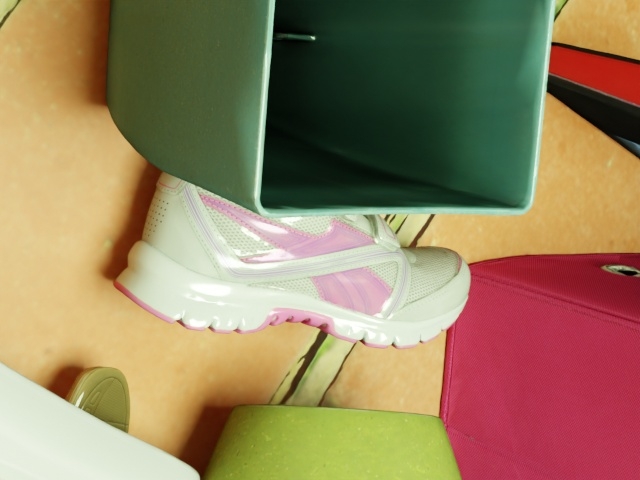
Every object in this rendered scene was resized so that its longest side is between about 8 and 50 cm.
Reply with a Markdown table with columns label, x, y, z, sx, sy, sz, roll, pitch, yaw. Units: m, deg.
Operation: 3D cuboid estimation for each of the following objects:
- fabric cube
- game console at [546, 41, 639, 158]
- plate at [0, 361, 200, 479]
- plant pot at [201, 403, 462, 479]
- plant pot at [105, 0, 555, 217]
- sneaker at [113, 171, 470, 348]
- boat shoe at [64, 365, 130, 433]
| label | x | y | z | sx | sy | sz | roll | pitch | yaw |
| --- | --- | --- | --- | --- | --- | --- | --- | --- | --- |
| fabric cube | 0.264 | 0.158 | 0.843 | 0.254 | 0.258 | 0.259 | -2 | 101 | -33 |
| game console | 0.366 | -0.016 | 0.828 | 0.386 | 0.342 | 0.060 | 27 | 91 | -35 |
| plate | -0.210 | 0.194 | 0.571 | 0.278 | 0.045 | 0.277 | -47 | 143 | -3 |
| plant pot | 0.004 | 0.253 | 0.703 | 0.274 | 0.274 | 0.294 | 11 | 78 | -36 |
| plant pot | -0.019 | -0.113 | 0.606 | 0.165 | 0.234 | 0.166 | -2 | 101 | -35 |
| sneaker | 0.000 | 0.000 | 0.721 | 0.252 | 0.103 | 0.111 | 6 | 101 | -36 |
| boat shoe | -0.153 | 0.136 | 0.681 | 0.050 | 0.045 | 0.135 | 14 | 94 | -46 |
